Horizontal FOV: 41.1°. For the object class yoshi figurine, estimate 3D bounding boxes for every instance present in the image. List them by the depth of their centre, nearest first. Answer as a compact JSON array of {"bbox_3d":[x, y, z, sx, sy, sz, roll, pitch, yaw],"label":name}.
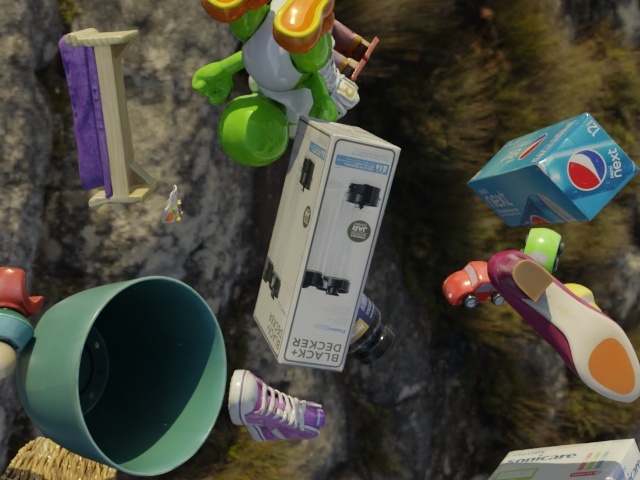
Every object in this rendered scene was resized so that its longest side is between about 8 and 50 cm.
[{"bbox_3d":[-0.076,-0.214,1.199,0.362,0.202,0.204,89,-13,-70],"label":"yoshi figurine"}]

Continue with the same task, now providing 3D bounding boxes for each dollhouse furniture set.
[{"bbox_3d":[-0.002,-0.465,2.331,0.152,0.201,0.374,-60,-177,-19],"label":"dollhouse furniture set"}]

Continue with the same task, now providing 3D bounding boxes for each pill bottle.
[{"bbox_3d":[0.042,0.146,1.708,0.219,0.122,0.123,43,55,-20],"label":"pill bottle"}]

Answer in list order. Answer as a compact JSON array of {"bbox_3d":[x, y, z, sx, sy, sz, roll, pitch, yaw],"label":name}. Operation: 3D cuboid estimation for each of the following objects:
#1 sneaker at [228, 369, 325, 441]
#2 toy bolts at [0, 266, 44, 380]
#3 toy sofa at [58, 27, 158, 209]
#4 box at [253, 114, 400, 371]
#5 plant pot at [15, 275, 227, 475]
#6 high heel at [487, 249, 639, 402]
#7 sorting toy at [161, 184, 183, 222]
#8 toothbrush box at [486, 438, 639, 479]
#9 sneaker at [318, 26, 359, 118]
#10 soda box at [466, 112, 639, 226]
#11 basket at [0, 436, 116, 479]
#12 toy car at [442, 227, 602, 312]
[{"bbox_3d":[-0.076,0.319,1.649,0.282,0.160,0.102,63,29,-63],"label":"sneaker"},{"bbox_3d":[-0.526,0.154,1.276,0.218,0.228,0.159,68,19,-52],"label":"toy bolts"},{"bbox_3d":[-0.462,-0.258,1.801,0.150,0.177,0.363,-83,171,-71],"label":"toy sofa"},{"bbox_3d":[0.000,0.000,1.087,0.087,0.169,0.290,9,104,-19],"label":"box"},{"bbox_3d":[-0.331,0.203,1.336,0.293,0.235,0.293,5,84,-52],"label":"plant pot"},{"bbox_3d":[0.309,0.109,1.098,0.244,0.117,0.082,41,89,-7],"label":"high heel"},{"bbox_3d":[-0.353,-0.091,2.047,0.083,0.044,0.075,-92,-172,-65],"label":"sorting toy"},{"bbox_3d":[0.390,0.450,1.240,0.122,0.206,0.283,-25,96,-51],"label":"toothbrush box"},{"bbox_3d":[0.016,-0.336,1.668,0.108,0.169,0.292,-63,-175,-24],"label":"sneaker"},{"bbox_3d":[0.217,-0.062,0.830,0.067,0.210,0.071,-45,94,-4],"label":"soda box"},{"bbox_3d":[-0.503,0.546,1.571,0.299,0.213,0.223,-97,-158,-55],"label":"basket"},{"bbox_3d":[0.323,0.039,1.293,0.225,0.238,0.053,-56,155,-48],"label":"toy car"}]
